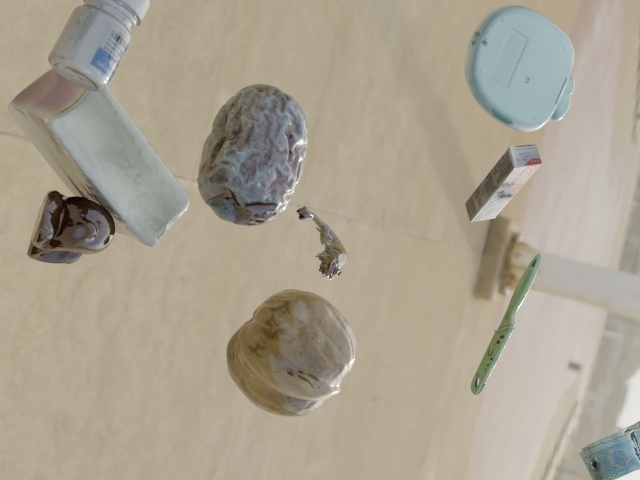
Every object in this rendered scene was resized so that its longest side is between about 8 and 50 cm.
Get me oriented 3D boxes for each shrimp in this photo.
[{"bbox_3d":[0.001,-0.001,1.563,0.124,0.034,0.178,53,17,-7],"label":"shrimp"}]

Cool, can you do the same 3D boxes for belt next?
[{"bbox_3d":[0.522,0.332,1.539,0.302,0.072,0.087,-5,150,-47],"label":"belt"}]

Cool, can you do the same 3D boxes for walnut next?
[{"bbox_3d":[-0.065,0.257,2.152,0.296,0.285,0.285,-54,167,16],"label":"walnut"}]

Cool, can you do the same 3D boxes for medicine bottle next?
[{"bbox_3d":[-0.352,-0.331,1.512,0.168,0.105,0.105,-66,160,-13],"label":"medicine bottle"}]

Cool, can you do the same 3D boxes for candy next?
[{"bbox_3d":[-0.419,-0.159,1.834,0.145,0.208,0.358,-47,127,-19],"label":"candy"}]

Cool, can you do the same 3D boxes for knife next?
[{"bbox_3d":[0.347,0.154,1.761,0.293,0.020,0.043,-62,-155,-8],"label":"knife"}]

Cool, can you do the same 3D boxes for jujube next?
[{"bbox_3d":[-0.144,-0.193,2.109,0.226,0.226,0.317,73,31,-58],"label":"jujube"}]

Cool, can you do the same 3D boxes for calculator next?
[{"bbox_3d":[0.337,-0.274,1.550,0.295,0.042,0.184,18,97,-44],"label":"calculator"}]

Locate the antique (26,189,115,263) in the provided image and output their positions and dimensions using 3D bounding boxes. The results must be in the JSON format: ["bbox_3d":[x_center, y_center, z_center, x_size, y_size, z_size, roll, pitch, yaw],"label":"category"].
[{"bbox_3d":[-0.483,-0.021,1.843,0.257,0.143,0.121,-26,-128,63],"label":"antique"}]

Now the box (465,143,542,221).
[{"bbox_3d":[0.309,-0.095,1.622,0.218,0.055,0.039,118,-39,-64],"label":"box"}]
